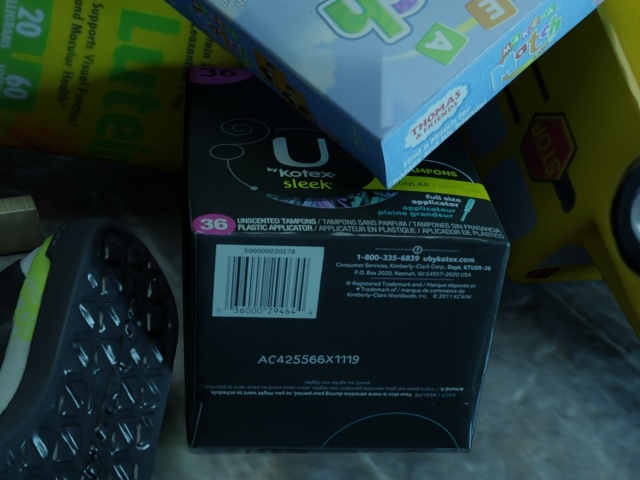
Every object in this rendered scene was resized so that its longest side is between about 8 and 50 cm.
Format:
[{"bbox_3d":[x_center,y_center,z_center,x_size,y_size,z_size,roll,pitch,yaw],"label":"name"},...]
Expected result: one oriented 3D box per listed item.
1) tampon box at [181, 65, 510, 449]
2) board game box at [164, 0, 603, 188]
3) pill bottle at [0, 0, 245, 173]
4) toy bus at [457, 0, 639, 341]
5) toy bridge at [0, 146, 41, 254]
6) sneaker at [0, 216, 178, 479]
[{"bbox_3d":[0.000,0.000,0.482,0.120,0.101,0.161,1,31,-8],"label":"tampon box"},{"bbox_3d":[0.011,-0.139,0.468,0.160,0.039,0.211,-41,64,-14],"label":"board game box"},{"bbox_3d":[-0.071,-0.104,0.593,0.245,0.136,0.136,8,29,-21],"label":"pill bottle"},{"bbox_3d":[0.128,-0.094,0.543,0.108,0.130,0.333,-1,64,-35],"label":"toy bus"},{"bbox_3d":[-0.200,-0.045,0.598,0.063,0.026,0.188,-9,34,-21],"label":"toy bridge"},{"bbox_3d":[-0.114,0.084,0.375,0.097,0.084,0.235,-21,28,20],"label":"sneaker"}]
